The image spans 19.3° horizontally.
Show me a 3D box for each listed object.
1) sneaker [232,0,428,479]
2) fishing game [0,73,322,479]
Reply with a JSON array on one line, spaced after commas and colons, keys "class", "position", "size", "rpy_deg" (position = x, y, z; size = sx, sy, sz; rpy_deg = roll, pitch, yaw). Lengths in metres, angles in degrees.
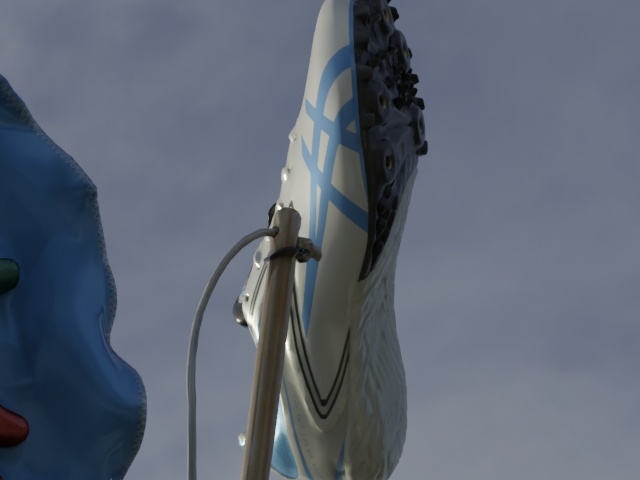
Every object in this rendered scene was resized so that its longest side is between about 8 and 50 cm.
[{"class": "sneaker", "position": [0.000, 0.000, 0.862], "size": [0.086, 0.085, 0.237], "rpy_deg": [7, -78, 18]}, {"class": "fishing game", "position": [-0.116, 0.024, 0.394], "size": [0.264, 0.189, 0.041], "rpy_deg": [24, -28, -25]}]
